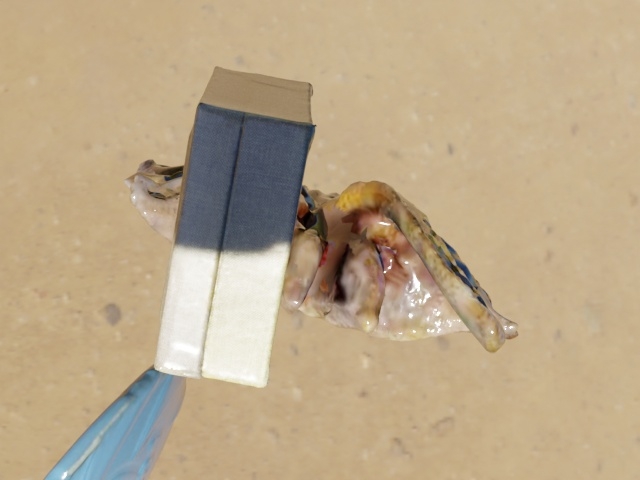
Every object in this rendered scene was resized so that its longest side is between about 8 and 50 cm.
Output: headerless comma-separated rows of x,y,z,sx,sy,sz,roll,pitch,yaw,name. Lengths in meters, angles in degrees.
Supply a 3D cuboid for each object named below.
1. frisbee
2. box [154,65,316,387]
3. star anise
-0.182,0.213,0.957,0.049,0.289,0.289,36,54,5,frisbee
-0.026,-0.005,0.373,0.035,0.079,0.083,10,106,-4,box
-0.002,0.001,0.888,0.292,0.349,0.109,13,95,-6,star anise
